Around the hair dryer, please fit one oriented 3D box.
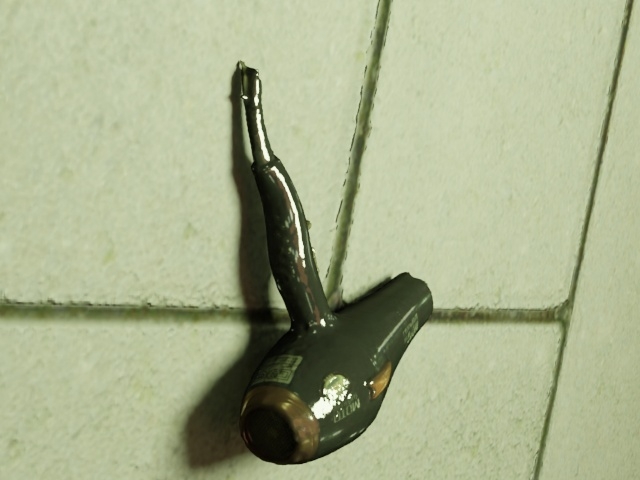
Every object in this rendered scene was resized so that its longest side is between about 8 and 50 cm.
[{"bbox_3d":[0.000,0.000,1.277,0.304,0.120,0.359,-40,121,-50],"label":"hair dryer"}]
